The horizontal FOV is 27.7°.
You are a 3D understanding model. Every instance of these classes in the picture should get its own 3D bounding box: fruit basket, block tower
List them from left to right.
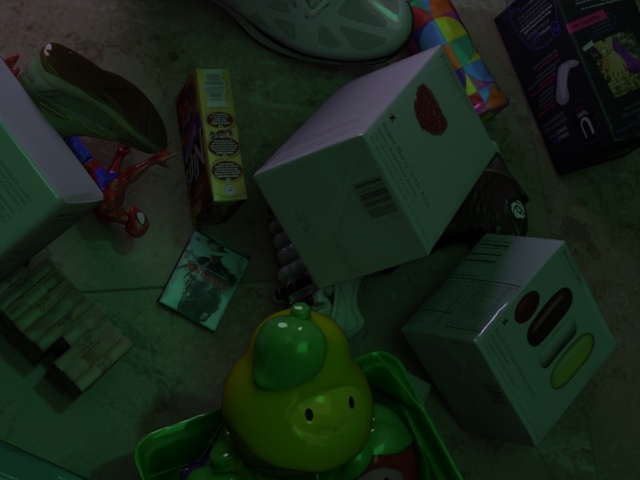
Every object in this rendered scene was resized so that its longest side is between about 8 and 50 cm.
[{"bbox_3d":[-0.387,0.047,1.598,0.335,0.091,0.097,47,64,-1],"label":"block tower"},{"bbox_3d":[-0.017,0.256,1.514,0.392,0.392,0.283,-18,67,-24],"label":"fruit basket"}]

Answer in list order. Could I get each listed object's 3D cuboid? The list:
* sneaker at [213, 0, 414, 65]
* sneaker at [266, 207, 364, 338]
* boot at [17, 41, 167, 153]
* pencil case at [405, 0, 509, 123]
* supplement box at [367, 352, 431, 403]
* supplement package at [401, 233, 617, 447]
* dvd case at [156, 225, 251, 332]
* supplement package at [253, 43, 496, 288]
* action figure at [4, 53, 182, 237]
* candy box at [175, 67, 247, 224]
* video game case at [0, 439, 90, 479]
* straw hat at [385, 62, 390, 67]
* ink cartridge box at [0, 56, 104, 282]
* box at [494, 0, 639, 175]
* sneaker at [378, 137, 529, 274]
[{"bbox_3d":[-0.068,-0.359,1.731,0.447,0.257,0.169,22,91,-9],"label":"sneaker"},{"bbox_3d":[0.000,0.000,1.763,0.118,0.110,0.292,15,65,-38],"label":"sneaker"},{"bbox_3d":[-0.309,-0.140,1.593,0.213,0.165,0.077,32,36,-43],"label":"boot"},{"bbox_3d":[0.184,-0.274,1.908,0.104,0.104,0.236,-26,85,-25],"label":"pencil case"},{"bbox_3d":[0.093,0.203,1.760,0.098,0.036,0.062,30,66,-10],"label":"supplement box"},{"bbox_3d":[0.257,0.130,1.747,0.203,0.149,0.194,-46,119,-26],"label":"supplement package"},{"bbox_3d":[-0.154,0.051,1.727,0.087,0.013,0.119,30,65,-10],"label":"dvd case"},{"bbox_3d":[0.079,-0.101,1.681,0.177,0.175,0.293,59,36,-16],"label":"supplement package"},{"bbox_3d":[-0.292,-0.135,1.686,0.139,0.091,0.280,-37,89,-15],"label":"action figure"},{"bbox_3d":[-0.147,-0.125,1.730,0.053,0.109,0.187,-5,75,-22],"label":"candy box"},{"bbox_3d":[-0.416,0.370,1.525,0.196,0.026,0.274,27,66,-11],"label":"video game case"},{"bbox_3d":[0.112,-0.179,1.867,0.061,0.144,0.144,-36,88,14],"label":"straw hat"},{"bbox_3d":[-0.487,-0.038,1.452,0.384,0.160,0.279,-37,89,8],"label":"ink cartridge box"},{"bbox_3d":[0.400,-0.259,1.946,0.143,0.165,0.270,-17,81,-24],"label":"box"},{"bbox_3d":[0.204,-0.010,1.833,0.162,0.106,0.281,48,63,-5],"label":"sneaker"}]
